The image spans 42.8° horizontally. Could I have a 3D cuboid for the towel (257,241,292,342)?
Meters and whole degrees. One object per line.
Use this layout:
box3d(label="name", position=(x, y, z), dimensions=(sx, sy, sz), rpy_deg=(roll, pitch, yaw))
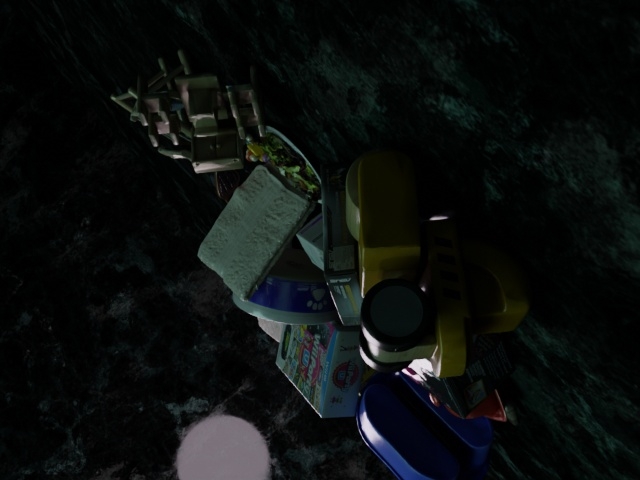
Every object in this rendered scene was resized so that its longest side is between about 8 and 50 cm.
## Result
box3d(label="towel", position=(-0.128, 0.113, 2.281), dimensions=(0.317, 0.053, 0.332), rpy_deg=(-164, 67, -70))

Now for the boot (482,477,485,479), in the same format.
box3d(label="boot", position=(0.294, 0.485, 2.102), dimensions=(0.377, 0.138, 0.284), rpy_deg=(52, 168, 16))

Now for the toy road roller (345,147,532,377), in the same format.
box3d(label="toy road roller", position=(0.167, 0.034, 1.191), dimensions=(0.202, 0.240, 0.330), rpy_deg=(86, 179, -70))

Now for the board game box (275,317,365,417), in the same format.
box3d(label="board game box", position=(0.002, 0.263, 2.003), dimensions=(0.303, 0.097, 0.224), rpy_deg=(35, 118, 60))

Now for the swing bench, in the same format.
box3d(label="swing bench", position=(-0.325, -0.285, 1.887), dimensions=(0.255, 0.165, 0.253), rpy_deg=(54, 166, -19))

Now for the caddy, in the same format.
box3d(label="caddy", position=(0.238, 0.425, 1.870), dimensions=(0.341, 0.241, 0.179), rpy_deg=(45, 160, 22))

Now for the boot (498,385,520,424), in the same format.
box3d(label="boot", position=(0.354, 0.317, 1.626), dimensions=(0.087, 0.042, 0.118), rpy_deg=(60, 164, -16))

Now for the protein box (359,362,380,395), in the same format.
box3d(label="protein box", position=(0.072, 0.278, 2.226), dimensions=(0.201, 0.136, 0.200), rpy_deg=(37, 161, 46))

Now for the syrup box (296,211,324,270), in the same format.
box3d(label="syrup box", position=(0.062, 0.032, 1.645), dimensions=(0.237, 0.096, 0.093), rpy_deg=(35, 159, 49))

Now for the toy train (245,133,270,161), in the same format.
box3d(label="toy train", position=(-0.167, -0.211, 1.744), dimensions=(0.166, 0.046, 0.125), rpy_deg=(45, -179, -36))

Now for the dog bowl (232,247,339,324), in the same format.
box3d(label="dog bowl", position=(-0.070, 0.102, 1.923), dimensions=(0.265, 0.264, 0.104), rpy_deg=(31, 116, 55))

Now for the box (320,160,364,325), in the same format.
box3d(label="box", position=(0.047, 0.007, 1.426), dimensions=(0.183, 0.056, 0.231), rpy_deg=(68, -163, -55))

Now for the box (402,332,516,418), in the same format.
box3d(label="box", position=(0.202, 0.166, 1.462), dimensions=(0.247, 0.142, 0.163), rpy_deg=(33, 158, 48))

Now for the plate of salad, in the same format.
box3d(label="plate of salad", position=(-0.058, -0.146, 1.650), dimensions=(0.200, 0.048, 0.200), rpy_deg=(46, 166, 15))

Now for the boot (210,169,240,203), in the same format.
box3d(label="boot", position=(-0.275, -0.169, 2.236), dimensions=(0.106, 0.082, 0.219), rpy_deg=(41, 167, 23))

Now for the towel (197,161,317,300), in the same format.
box3d(label="towel", position=(-0.145, -0.025, 1.807), dimensions=(0.187, 0.282, 0.049), rpy_deg=(41, -169, 34))

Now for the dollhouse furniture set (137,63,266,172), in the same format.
box3d(label="dollhouse furniture set", position=(-0.213, -0.259, 1.543), dimensions=(0.242, 0.212, 0.161), rpy_deg=(83, -178, -66))

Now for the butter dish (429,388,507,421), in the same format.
box3d(label="butter dish", position=(0.266, 0.284, 1.576), dimensions=(0.160, 0.118, 0.160), rpy_deg=(164, 87, -77))
